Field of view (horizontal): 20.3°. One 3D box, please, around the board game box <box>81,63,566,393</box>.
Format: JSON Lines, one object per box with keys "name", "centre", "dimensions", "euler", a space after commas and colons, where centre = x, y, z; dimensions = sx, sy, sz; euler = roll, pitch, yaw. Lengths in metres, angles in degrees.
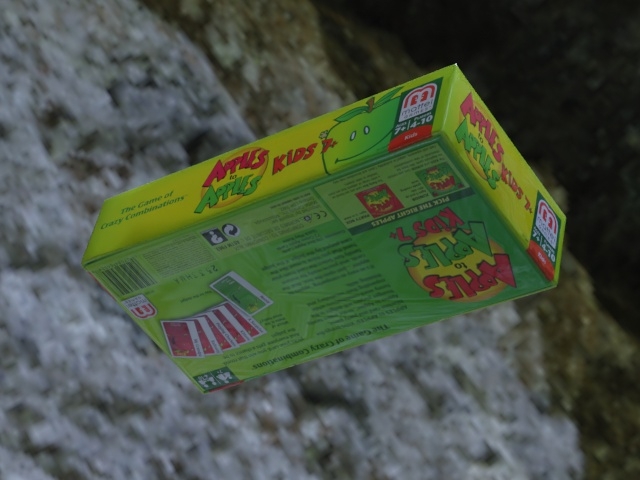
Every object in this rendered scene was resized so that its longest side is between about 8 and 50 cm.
{"name": "board game box", "centre": [0.000, 0.000, 0.749], "dimensions": [0.181, 0.043, 0.092], "euler": [-19, -52, 30]}
